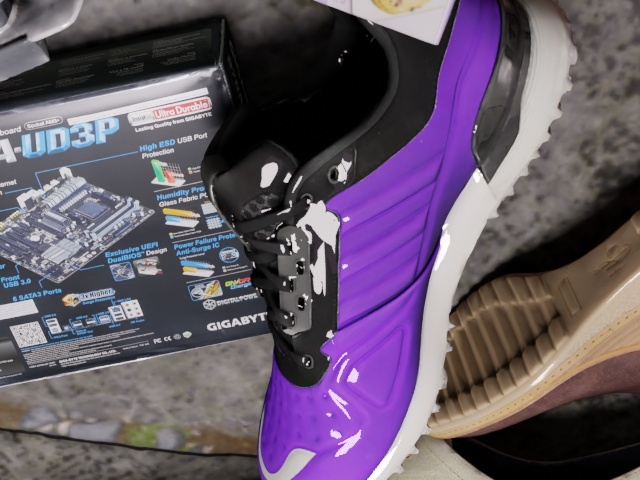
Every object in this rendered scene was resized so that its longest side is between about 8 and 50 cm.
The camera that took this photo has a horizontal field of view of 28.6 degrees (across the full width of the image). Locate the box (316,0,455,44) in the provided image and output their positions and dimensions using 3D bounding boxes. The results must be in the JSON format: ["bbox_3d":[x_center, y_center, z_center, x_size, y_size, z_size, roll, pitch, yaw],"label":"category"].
[{"bbox_3d":[0.051,-0.195,0.409,0.067,0.063,0.324,19,149,2],"label":"box"}]

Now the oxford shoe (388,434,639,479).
[{"bbox_3d":[0.039,0.184,0.807,0.396,0.140,0.147,-1,97,2],"label":"oxford shoe"}]

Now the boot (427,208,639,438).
[{"bbox_3d":[0.199,0.078,0.738,0.207,0.090,0.248,31,126,-31],"label":"boot"}]

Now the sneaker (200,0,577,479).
[{"bbox_3d":[0.000,-0.001,0.614,0.146,0.102,0.293,11,108,-33],"label":"sneaker"}]

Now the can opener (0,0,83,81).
[{"bbox_3d":[-0.231,-0.091,0.557,0.283,0.076,0.095,-18,154,16],"label":"can opener"}]

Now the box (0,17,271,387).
[{"bbox_3d":[-0.135,-0.010,0.667,0.220,0.051,0.175,-12,127,4],"label":"box"}]
